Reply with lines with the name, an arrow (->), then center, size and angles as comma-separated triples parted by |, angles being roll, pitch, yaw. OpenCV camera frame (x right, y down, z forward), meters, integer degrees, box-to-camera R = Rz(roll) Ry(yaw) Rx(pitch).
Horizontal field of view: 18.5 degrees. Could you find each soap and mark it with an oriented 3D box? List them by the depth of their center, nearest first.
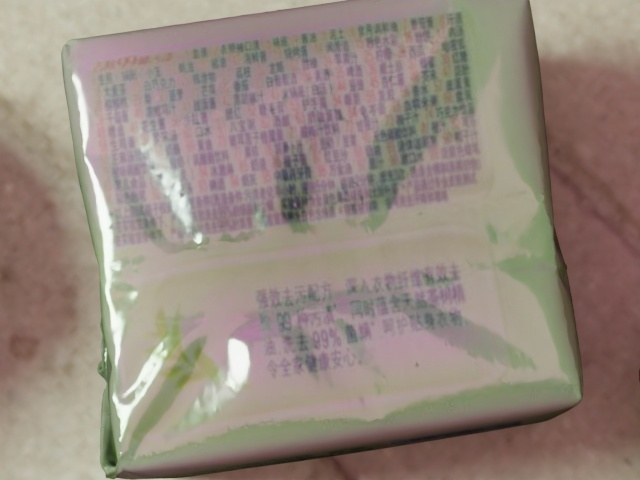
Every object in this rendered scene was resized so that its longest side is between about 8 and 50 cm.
soap -> 0.000, 0.000, 0.835 | 0.199, 0.138, 0.182 | -9, 82, 3
